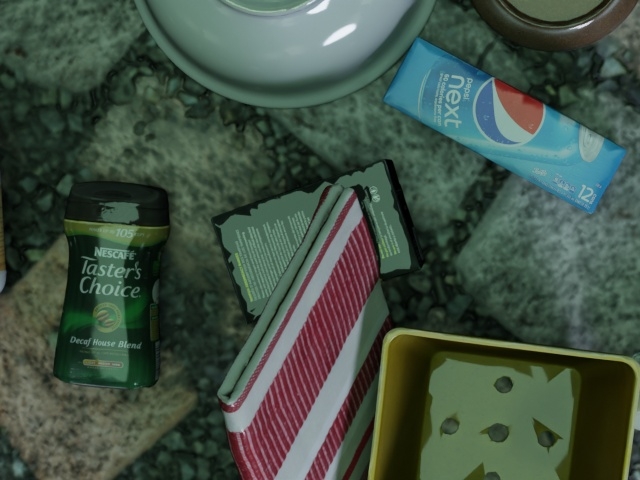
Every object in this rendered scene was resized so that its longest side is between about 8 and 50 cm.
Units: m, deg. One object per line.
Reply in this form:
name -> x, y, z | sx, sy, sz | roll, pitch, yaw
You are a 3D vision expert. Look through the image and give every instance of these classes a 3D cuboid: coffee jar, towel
coffee jar -> -0.188, 0.039, 1.786 | 0.096, 0.079, 0.184 | 4, 94, 5
towel -> -0.002, 0.140, 1.628 | 0.037, 0.329, 0.237 | 12, 53, 23

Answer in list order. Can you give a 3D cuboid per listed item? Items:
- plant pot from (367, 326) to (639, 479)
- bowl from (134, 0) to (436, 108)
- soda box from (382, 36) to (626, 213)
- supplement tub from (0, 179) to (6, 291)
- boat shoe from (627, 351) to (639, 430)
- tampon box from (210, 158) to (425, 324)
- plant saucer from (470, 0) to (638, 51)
plant pot -> 0.155, 0.181, 1.711 | 0.212, 0.187, 0.212 | 7, 95, 5
bowl -> -0.037, -0.264, 1.725 | 0.298, 0.134, 0.298 | 0, 94, 4
soda box -> 0.163, -0.102, 1.748 | 0.210, 0.071, 0.067 | 28, 96, 3
supplement tub -> -0.355, -0.014, 1.764 | 0.144, 0.144, 0.199 | -3, 93, 5
boat shoe -> 0.373, 0.105, 1.733 | 0.227, 0.079, 0.081 | -14, 60, 14
tampon box -> 0.000, 0.000, 1.745 | 0.161, 0.120, 0.101 | -18, 91, 6
plant saucer -> 0.208, -0.252, 1.756 | 0.168, 0.029, 0.168 | 0, 95, 5
